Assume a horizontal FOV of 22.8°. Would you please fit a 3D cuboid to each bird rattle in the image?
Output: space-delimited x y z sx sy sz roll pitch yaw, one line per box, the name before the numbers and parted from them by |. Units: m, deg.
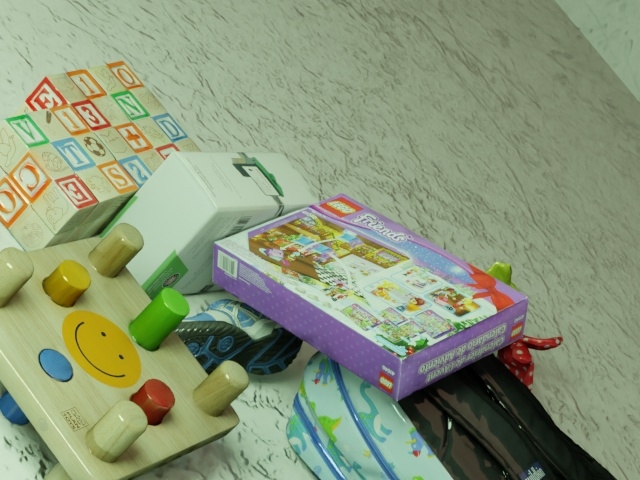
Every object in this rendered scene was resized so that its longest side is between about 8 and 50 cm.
bird rattle | 0.225 0.091 2.215 0.207 0.143 0.253 37 5 35

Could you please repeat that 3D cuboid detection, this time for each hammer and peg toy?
hammer and peg toy | -0.188 0.154 1.529 0.361 0.127 0.266 52 27 13

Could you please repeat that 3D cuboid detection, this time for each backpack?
backpack | 0.134 0.234 1.784 0.355 0.273 0.290 58 38 -4

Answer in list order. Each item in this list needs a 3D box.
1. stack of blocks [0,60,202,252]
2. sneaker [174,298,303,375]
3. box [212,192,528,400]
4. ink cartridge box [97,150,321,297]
stack of blocks | -0.273 -0.099 1.811 0.171 0.087 0.297 49 26 7
sneaker | -0.114 0.111 1.780 0.081 0.080 0.211 36 17 33
box | 0.051 0.054 1.735 0.201 0.057 0.293 -22 39 -38
ink cartridge box | -0.125 -0.020 1.833 0.092 0.160 0.219 53 26 18
